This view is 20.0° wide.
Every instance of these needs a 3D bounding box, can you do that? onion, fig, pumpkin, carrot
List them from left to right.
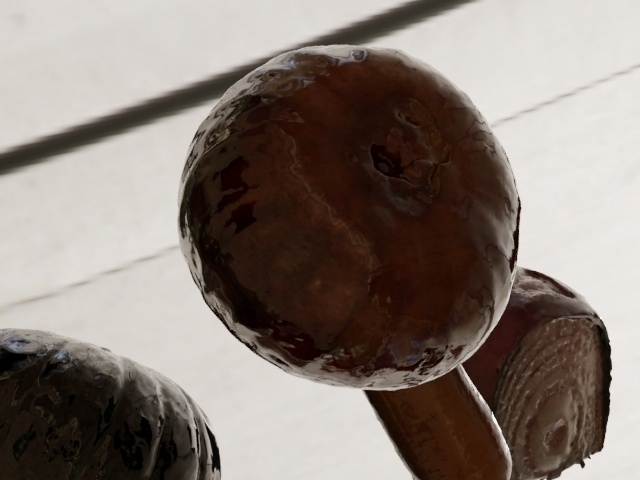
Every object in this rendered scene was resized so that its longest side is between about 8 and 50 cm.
[{"bbox_3d":[-0.204,0.189,1.314,0.248,0.248,0.248,19,-65,48],"label":"pumpkin"},{"bbox_3d":[0.000,-0.011,0.657,0.150,0.128,0.128,16,-68,49],"label":"fig"},{"bbox_3d":[0.052,0.077,1.145,0.067,0.067,0.225,-19,-76,52],"label":"carrot"},{"bbox_3d":[0.177,0.148,1.961,0.230,0.272,0.256,23,-87,49],"label":"onion"}]
